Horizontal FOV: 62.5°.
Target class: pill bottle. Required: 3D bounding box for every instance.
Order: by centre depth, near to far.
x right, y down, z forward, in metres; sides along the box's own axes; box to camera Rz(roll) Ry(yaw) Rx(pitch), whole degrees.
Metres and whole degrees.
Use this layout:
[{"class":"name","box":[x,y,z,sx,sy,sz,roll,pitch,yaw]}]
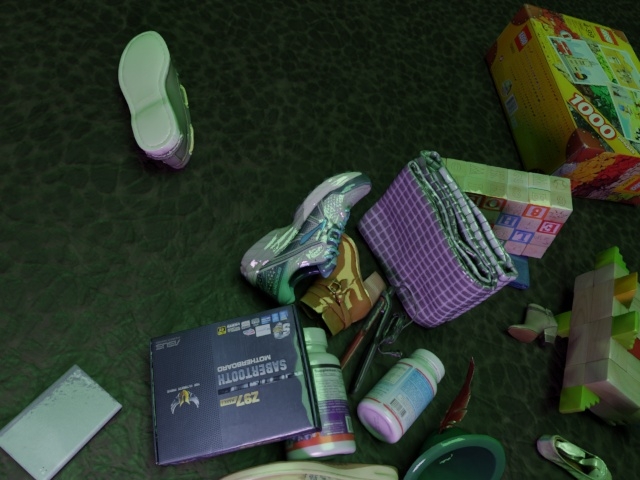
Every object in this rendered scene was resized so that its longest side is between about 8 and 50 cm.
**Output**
[{"class":"pill bottle","box":[-0.015,0.242,0.831,0.108,0.108,0.193,1,61,-22]},{"class":"pill bottle","box":[0.142,0.259,0.899,0.160,0.087,0.087,-36,79,-35]}]

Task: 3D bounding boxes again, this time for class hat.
[{"class":"hat","box":[0.199,0.334,0.906,0.209,0.173,0.183,-2,26,-17]}]

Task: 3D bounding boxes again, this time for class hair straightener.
[{"class":"hair straightener","box":[0.108,0.175,0.942,0.089,0.047,0.230,35,62,-1]}]

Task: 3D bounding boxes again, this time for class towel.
[{"class":"towel","box":[0.201,0.005,0.987,0.121,0.235,0.283,-20,70,-25]},{"class":"towel","box":[0.435,0.050,1.181,0.067,0.029,0.119,19,55,-11]}]

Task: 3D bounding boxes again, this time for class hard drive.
[{"class":"hard drive","box":[-0.361,0.253,0.733,0.094,0.022,0.135,40,54,4]}]

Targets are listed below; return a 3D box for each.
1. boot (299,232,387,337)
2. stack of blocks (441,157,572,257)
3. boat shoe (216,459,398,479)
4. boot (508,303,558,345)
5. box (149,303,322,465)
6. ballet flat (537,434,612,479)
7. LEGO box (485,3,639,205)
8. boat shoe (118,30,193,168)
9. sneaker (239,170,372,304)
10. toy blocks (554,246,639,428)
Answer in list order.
[{"class":"boot","box":[0.013,0.068,0.971,0.152,0.073,0.197,-37,75,-29]},{"class":"stack of blocks","box":[0.352,-0.070,1.128,0.297,0.171,0.087,11,55,5]},{"class":"boat shoe","box":[-0.009,0.372,0.759,0.285,0.104,0.089,8,56,-19]},{"class":"boot","box":[0.446,0.171,1.112,0.118,0.042,0.087,21,49,-11]},{"class":"box","box":[-0.128,0.210,0.773,0.233,0.059,0.183,-14,65,4]},{"class":"ballet flat","box":[0.481,0.410,0.973,0.168,0.052,0.057,27,54,-6]},{"class":"LEGO box","box":[0.714,-0.367,1.443,0.373,0.193,0.500,4,60,-20]},{"class":"boat shoe","box":[-0.314,-0.275,1.023,0.109,0.091,0.305,-21,64,8]},{"class":"sneaker","box":[0.000,0.000,0.932,0.283,0.110,0.122,-44,68,-4]},{"class":"toy blocks","box":[0.641,0.240,1.085,0.261,0.191,0.381,37,53,-12]}]
